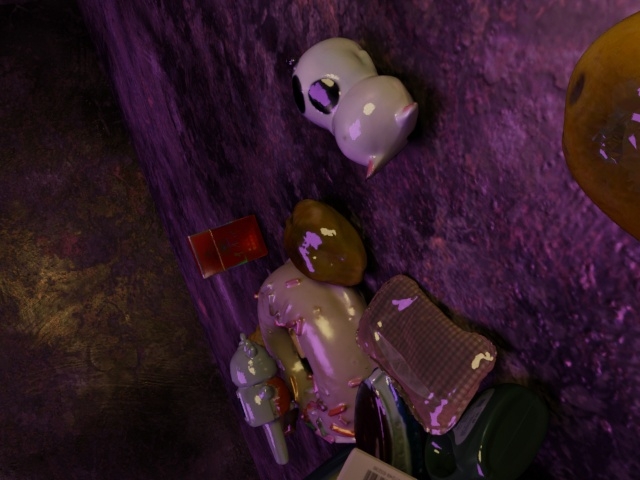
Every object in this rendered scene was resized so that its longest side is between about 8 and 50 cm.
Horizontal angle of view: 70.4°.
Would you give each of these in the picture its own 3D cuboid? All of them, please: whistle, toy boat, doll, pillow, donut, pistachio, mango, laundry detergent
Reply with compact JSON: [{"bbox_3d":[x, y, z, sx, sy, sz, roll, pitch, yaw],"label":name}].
[{"bbox_3d":[-0.109,0.299,0.870,0.101,0.105,0.254,35,-145,-79],"label":"whistle"},{"bbox_3d":[0.123,0.295,0.694,0.114,0.115,0.263,-148,52,-60],"label":"toy boat"},{"bbox_3d":[0.042,-0.163,0.544,0.181,0.106,0.110,47,127,27],"label":"doll"},{"bbox_3d":[0.125,0.139,0.603,0.135,0.034,0.211,-61,37,10],"label":"pillow"},{"bbox_3d":[-0.005,0.212,0.881,0.382,0.142,0.383,45,147,41],"label":"donut"},{"bbox_3d":[0.002,-0.001,0.748,0.189,0.100,0.110,53,143,31],"label":"pistachio"},{"bbox_3d":[0.231,-0.050,0.263,0.195,0.098,0.137,53,147,21],"label":"mango"},{"bbox_3d":[0.176,0.245,0.554,0.063,0.137,0.211,40,152,8],"label":"laundry detergent"}]

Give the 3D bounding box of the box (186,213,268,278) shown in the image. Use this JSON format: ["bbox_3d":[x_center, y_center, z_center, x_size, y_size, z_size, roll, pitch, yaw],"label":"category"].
[{"bbox_3d":[-0.230,0.013,1.128,0.048,0.175,0.113,-12,100,65],"label":"box"}]

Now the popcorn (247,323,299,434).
[{"bbox_3d":[-0.103,0.336,1.113,0.233,0.192,0.266,104,155,-47],"label":"popcorn"}]

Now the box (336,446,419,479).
[{"bbox_3d":[0.186,0.393,0.540,0.343,0.065,0.200,15,137,30],"label":"box"}]

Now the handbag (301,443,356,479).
[{"bbox_3d":[0.074,0.509,0.800,0.241,0.262,0.222,57,159,15],"label":"handbag"}]
